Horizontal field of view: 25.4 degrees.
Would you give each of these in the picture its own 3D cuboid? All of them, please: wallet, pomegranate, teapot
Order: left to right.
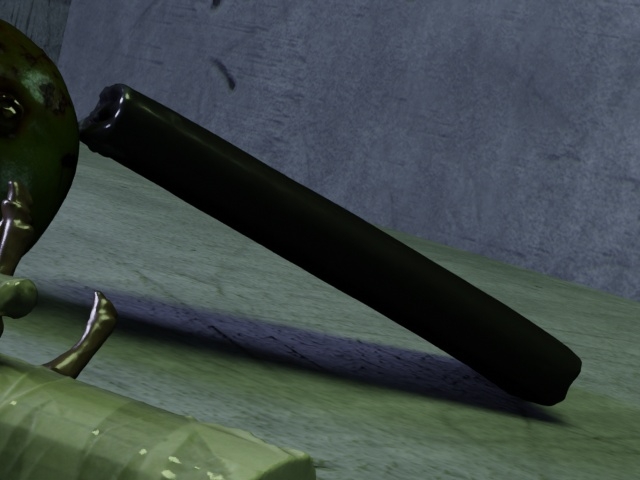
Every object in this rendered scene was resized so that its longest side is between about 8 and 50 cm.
[{"bbox_3d":[-0.287,-0.061,1.046,0.202,0.202,0.247,9,-20,-42],"label":"pomegranate"},{"bbox_3d":[-0.105,0.066,0.495,0.200,0.107,0.077,15,8,21],"label":"teapot"},{"bbox_3d":[-0.001,0.001,1.115,0.406,0.062,0.228,30,0,-14],"label":"wallet"}]

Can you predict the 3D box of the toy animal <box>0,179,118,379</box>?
[{"bbox_3d":[-0.219,0.025,0.658,0.214,0.186,0.094,45,-6,38],"label":"toy animal"}]
